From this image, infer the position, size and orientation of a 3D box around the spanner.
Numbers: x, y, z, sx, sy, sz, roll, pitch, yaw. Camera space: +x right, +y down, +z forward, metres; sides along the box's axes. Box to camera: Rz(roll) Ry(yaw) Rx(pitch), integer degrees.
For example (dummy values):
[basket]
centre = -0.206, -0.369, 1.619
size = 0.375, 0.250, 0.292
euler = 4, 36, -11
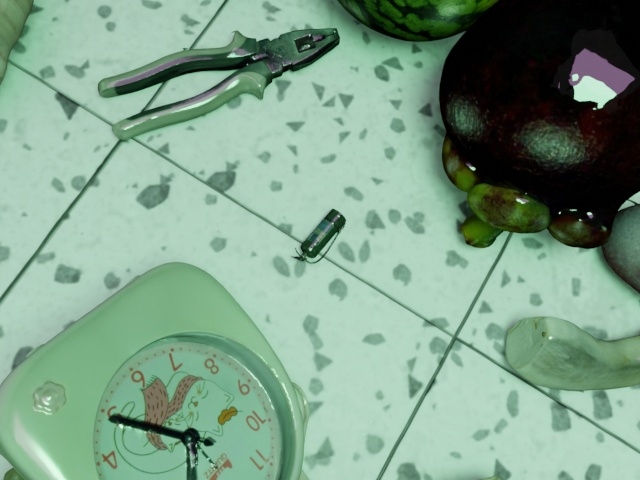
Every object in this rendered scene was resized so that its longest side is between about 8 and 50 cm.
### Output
[spanner]
centre = -0.126, -0.222, 0.812
size = 0.324, 0.040, 0.096
euler = -20, 81, -8

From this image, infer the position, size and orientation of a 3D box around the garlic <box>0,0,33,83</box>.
[garlic]
centre = -0.472, -0.317, 0.689
size = 0.317, 0.259, 0.318
euler = 0, 76, -1

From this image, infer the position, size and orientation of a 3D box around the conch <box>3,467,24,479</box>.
[conch]
centre = -0.355, 0.367, 0.598
size = 0.203, 0.170, 0.386
euler = 22, 70, 30

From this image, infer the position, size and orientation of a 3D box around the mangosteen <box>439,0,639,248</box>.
[mangosteen]
centre = 0.289, -0.145, 0.713
size = 0.296, 0.297, 0.314
euler = -11, 86, -8

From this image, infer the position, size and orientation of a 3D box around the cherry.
[cherry]
centre = 0.401, 0.018, 0.785
size = 0.188, 0.115, 0.148
euler = -14, 106, 5

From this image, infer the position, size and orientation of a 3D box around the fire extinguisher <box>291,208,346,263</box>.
[fire extinguisher]
centre = 0.000, 0.000, 0.783
size = 0.038, 0.025, 0.083
euler = 46, 76, -18

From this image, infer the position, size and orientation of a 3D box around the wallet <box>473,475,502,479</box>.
[wallet]
centre = 0.177, 0.430, 0.659
size = 0.335, 0.068, 0.275
euler = -44, 103, -21

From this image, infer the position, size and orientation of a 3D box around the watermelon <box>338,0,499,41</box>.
[watermelon]
centre = 0.128, -0.393, 0.748
size = 0.285, 0.285, 0.285
euler = 1, 77, -5

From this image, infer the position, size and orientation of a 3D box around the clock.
[clock]
centre = -0.144, 0.206, 0.633
size = 0.324, 0.108, 0.265
euler = 51, 47, -1

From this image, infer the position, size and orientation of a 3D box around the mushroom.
[mushroom]
centre = 0.345, 0.143, 0.758
size = 0.223, 0.081, 0.092
euler = 7, 97, -7
